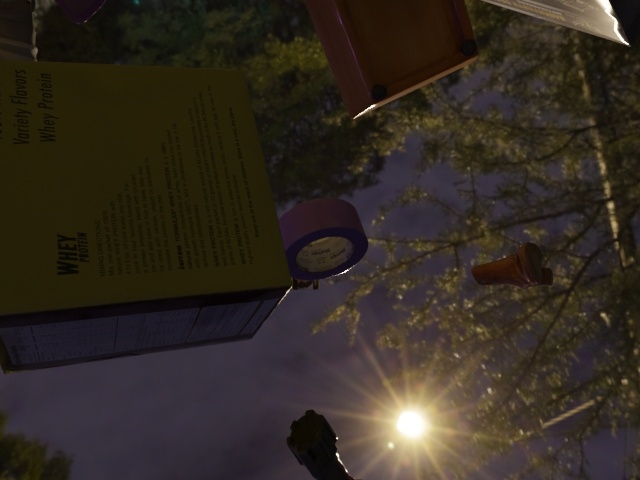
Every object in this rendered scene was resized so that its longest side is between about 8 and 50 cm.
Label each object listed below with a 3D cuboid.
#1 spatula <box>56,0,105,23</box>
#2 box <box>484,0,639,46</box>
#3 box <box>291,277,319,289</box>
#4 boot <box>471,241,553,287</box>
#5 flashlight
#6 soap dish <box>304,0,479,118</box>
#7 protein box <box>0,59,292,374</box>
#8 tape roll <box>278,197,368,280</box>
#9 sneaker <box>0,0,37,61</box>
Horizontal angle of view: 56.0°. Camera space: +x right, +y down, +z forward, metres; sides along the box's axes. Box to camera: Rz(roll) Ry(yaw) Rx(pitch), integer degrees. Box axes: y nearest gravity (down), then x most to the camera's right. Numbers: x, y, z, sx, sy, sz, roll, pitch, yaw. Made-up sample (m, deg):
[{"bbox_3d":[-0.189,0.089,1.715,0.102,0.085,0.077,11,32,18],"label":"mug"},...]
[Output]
[{"bbox_3d":[-0.394,-0.436,0.804,0.030,0.296,0.084,20,-116,34],"label":"spatula"},{"bbox_3d":[0.212,-0.293,0.620,0.231,0.183,0.056,37,-76,37],"label":"box"},{"bbox_3d":[-0.118,0.078,1.456,0.233,0.087,0.058,0,177,5],"label":"box"},{"bbox_3d":[0.539,0.085,1.752,0.211,0.295,0.104,-3,-110,32],"label":"boot"},{"bbox_3d":[0.037,0.444,1.145,0.103,0.304,0.103,-40,-150,-22],"label":"flashlight"},{"bbox_3d":[0.103,-0.358,0.907,0.229,0.290,0.118,-26,-157,-3],"label":"soap dish"},{"bbox_3d":[-0.154,-0.020,0.481,0.201,0.199,0.136,-4,156,-23],"label":"protein box"},{"bbox_3d":[0.000,0.000,1.270,0.189,0.189,0.080,-23,-124,7],"label":"tape roll"},{"bbox_3d":[-0.518,-0.312,0.788,0.281,0.115,0.105,10,178,-42],"label":"sneaker"}]
